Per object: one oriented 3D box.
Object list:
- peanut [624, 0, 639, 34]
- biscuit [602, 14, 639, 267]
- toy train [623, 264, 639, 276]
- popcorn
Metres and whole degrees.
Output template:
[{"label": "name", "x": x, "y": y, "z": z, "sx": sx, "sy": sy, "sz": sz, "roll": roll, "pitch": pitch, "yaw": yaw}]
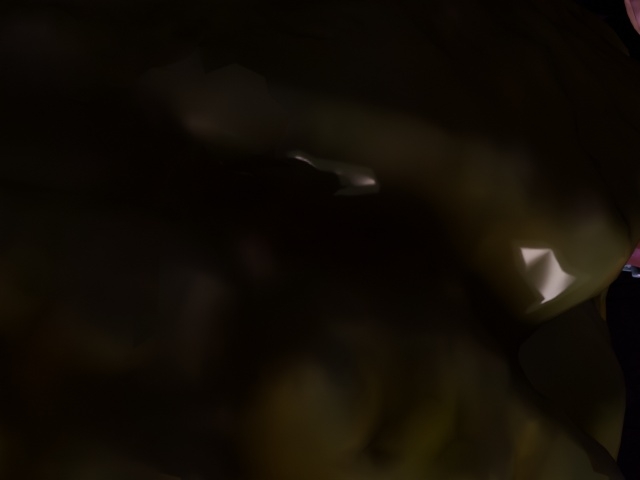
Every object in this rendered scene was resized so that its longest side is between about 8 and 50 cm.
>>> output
[{"label": "peanut", "x": 0.142, "y": -0.069, "z": 0.516, "sx": 0.174, "sy": 0.080, "sz": 0.080, "roll": -4, "pitch": 178, "yaw": -38}, {"label": "biscuit", "x": 0.183, "y": -0.026, "z": 0.667, "sx": 0.367, "sy": 0.063, "sz": 0.314, "roll": 2, "pitch": -168, "yaw": -26}, {"label": "toy train", "x": 0.203, "y": -0.032, "z": 1.261, "sx": 0.132, "sy": 0.083, "sz": 0.200, "roll": 8, "pitch": 165, "yaw": -26}, {"label": "popcorn", "x": -0.049, "y": 0.033, "z": 0.434, "sx": 0.247, "sy": 0.282, "sz": 0.282, "roll": 13, "pitch": 173, "yaw": -12}]
